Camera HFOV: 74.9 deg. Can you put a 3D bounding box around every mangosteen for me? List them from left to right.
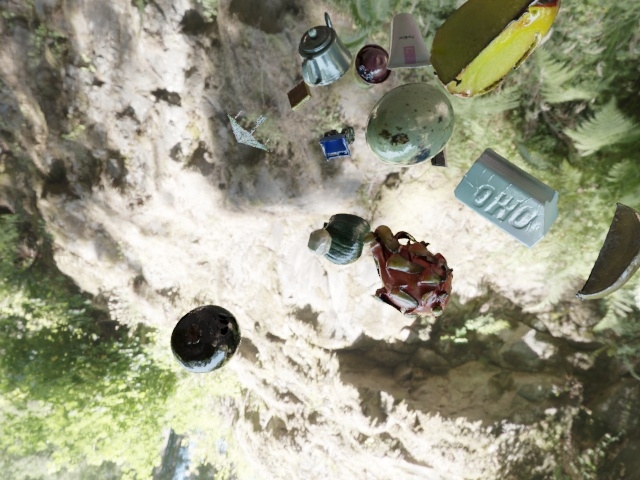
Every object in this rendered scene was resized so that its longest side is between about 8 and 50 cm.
[{"bbox_3d":[-0.436,0.392,1.661,0.275,0.274,0.302,23,168,16],"label":"mangosteen"}]

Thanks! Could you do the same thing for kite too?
[{"bbox_3d":[-0.237,-0.375,1.443,0.198,0.006,0.244,38,155,-23],"label":"kite"}]

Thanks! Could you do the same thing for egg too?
[{"bbox_3d":[0.320,-0.410,1.503,0.288,0.287,0.379,26,-129,23],"label":"egg"}]

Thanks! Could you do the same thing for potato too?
[{"bbox_3d":[0.753,0.047,1.021,0.120,0.261,0.100,19,-177,-19],"label":"potato"}]

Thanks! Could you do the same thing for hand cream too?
[{"bbox_3d":[0.357,-0.820,1.741,0.186,0.118,0.358,-2,-129,4],"label":"hand cream"}]

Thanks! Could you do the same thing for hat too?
[{"bbox_3d":[0.266,-0.863,2.028,0.206,0.205,0.089,5,176,-21],"label":"hat"}]

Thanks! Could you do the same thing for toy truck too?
[{"bbox_3d":[0.079,-0.421,1.823,0.113,0.126,0.208,-5,-160,22],"label":"toy truck"}]

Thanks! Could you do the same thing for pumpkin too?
[{"bbox_3d":[0.114,0.012,2.254,0.264,0.292,0.196,22,-134,0],"label":"pumpkin"}]

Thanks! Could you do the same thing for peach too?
[{"bbox_3d":[0.358,-0.434,0.880,0.159,0.267,0.153,6,-135,-51],"label":"peach"}]

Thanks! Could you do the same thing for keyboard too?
[{"bbox_3d":[0.465,-0.383,1.657,0.074,0.196,0.015,2,164,-11],"label":"keyboard"}]

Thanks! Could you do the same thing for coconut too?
[{"bbox_3d":[0.000,0.000,1.893,0.110,0.124,0.110,17,-161,-6],"label":"coconut"}]

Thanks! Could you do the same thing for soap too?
[{"bbox_3d":[0.561,-0.124,1.248,0.290,0.172,0.095,37,-124,11],"label":"soap"}]

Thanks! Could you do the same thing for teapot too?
[{"bbox_3d":[-0.003,-0.590,1.302,0.163,0.239,0.149,12,162,27],"label":"teapot"}]

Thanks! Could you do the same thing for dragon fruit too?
[{"bbox_3d":[0.274,0.091,1.260,0.243,0.307,0.227,-10,-171,13],"label":"dragon fruit"}]

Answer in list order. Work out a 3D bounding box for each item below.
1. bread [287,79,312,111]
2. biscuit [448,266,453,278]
[{"bbox_3d":[-0.085,-0.585,1.692,0.035,0.094,0.090,21,-135,-52],"label":"bread"},{"bbox_3d":[0.574,0.227,2.265,0.295,0.185,0.044,-23,-178,24],"label":"biscuit"}]
